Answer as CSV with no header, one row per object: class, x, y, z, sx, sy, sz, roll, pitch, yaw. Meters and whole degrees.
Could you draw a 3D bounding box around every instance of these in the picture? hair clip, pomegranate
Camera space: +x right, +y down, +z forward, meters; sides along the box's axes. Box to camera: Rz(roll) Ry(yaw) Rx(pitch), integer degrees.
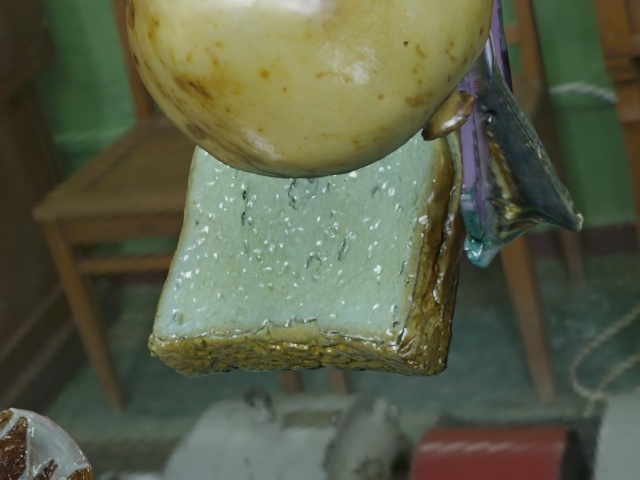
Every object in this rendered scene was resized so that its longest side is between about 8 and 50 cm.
hair clip,0.115,-0.147,1.183,0.110,0.359,0.095,-31,32,-22
pomegranate,0.000,-0.134,0.953,0.215,0.215,0.215,-12,26,6

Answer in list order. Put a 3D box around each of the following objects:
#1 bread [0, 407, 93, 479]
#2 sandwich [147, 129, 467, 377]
bread,-0.309,0.250,1.683,0.073,0.160,0.160,-42,10,33
sandwich,-0.001,-0.001,1.475,0.273,0.095,0.249,-2,66,29
